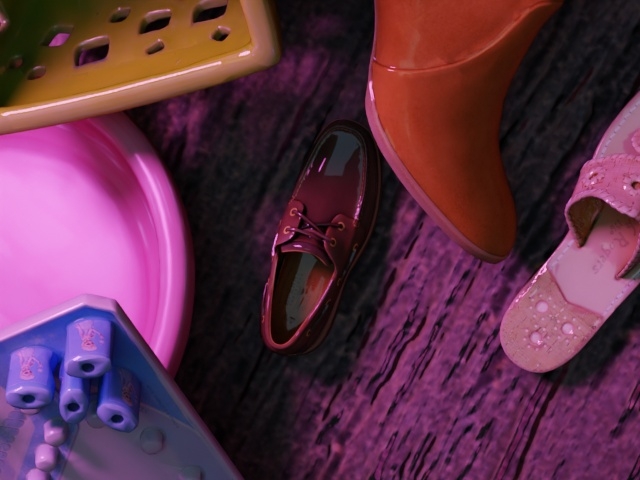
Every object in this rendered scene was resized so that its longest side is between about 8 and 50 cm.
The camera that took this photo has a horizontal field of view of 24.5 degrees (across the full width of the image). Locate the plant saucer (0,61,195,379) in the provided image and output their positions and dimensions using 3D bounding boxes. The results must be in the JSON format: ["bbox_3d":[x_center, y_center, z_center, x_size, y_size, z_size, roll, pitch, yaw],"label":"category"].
[{"bbox_3d":[-0.242,0.039,1.058,0.332,0.084,0.332,-3,79,13],"label":"plant saucer"}]

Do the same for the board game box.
[{"bbox_3d":[-0.221,0.254,0.998,0.390,0.050,0.390,-23,125,10],"label":"board game box"}]

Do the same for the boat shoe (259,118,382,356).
[{"bbox_3d":[0.000,0.000,1.055,0.064,0.060,0.178,18,95,8],"label":"boat shoe"}]

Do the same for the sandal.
[{"bbox_3d":[0.204,-0.008,1.011,0.088,0.079,0.240,34,97,6],"label":"sandal"}]

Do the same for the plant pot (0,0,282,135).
[{"bbox_3d":[-0.156,-0.231,0.974,0.228,0.207,0.227,-13,125,10],"label":"plant pot"}]

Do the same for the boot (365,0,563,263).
[{"bbox_3d":[0.121,-0.146,0.970,0.211,0.104,0.295,-28,101,23],"label":"boot"}]
